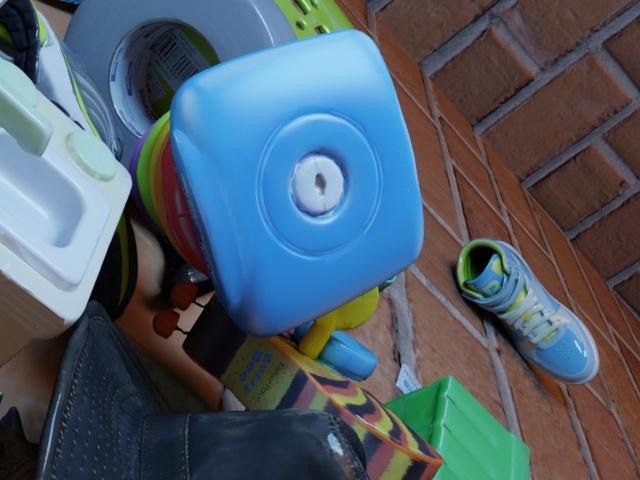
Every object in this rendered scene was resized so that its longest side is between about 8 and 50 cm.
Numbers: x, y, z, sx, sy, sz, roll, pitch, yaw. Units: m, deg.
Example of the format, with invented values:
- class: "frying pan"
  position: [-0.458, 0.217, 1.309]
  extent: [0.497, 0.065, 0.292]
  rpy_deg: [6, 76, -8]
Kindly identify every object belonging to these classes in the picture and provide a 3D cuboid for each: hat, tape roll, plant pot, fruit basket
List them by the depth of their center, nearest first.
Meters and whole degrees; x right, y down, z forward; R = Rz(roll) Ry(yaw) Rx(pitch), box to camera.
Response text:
- class: "hat"
  position: [-0.024, 0.175, 0.473]
  extent: [0.331, 0.134, 0.331]
  rpy_deg: [-17, 90, -89]
- class: "fruit basket"
  position: [0.131, 0.318, 0.781]
  extent: [0.353, 0.165, 0.327]
  rpy_deg: [65, 18, -12]
- class: "tape roll"
  position: [-0.128, -0.145, 0.830]
  extent: [0.219, 0.219, 0.072]
  rpy_deg: [53, 21, 1]
- class: "plant pot"
  position: [-0.110, -0.196, 0.968]
  extent: [0.228, 0.227, 0.207]
  rpy_deg: [52, 25, 3]

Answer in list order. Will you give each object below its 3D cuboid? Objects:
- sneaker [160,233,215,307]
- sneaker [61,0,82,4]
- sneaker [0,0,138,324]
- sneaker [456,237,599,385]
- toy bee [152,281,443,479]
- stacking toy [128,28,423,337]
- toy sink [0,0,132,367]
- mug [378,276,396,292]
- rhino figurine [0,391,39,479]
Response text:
- class: "sneaker"
  position: [-0.123, 0.006, 0.841]
  extent: [0.089, 0.051, 0.170]
  rpy_deg: [54, 15, 5]
- class: "sneaker"
  position: [-0.252, -0.305, 1.030]
  extent: [0.092, 0.087, 0.229]
  rpy_deg: [57, 17, 24]
- class: "sneaker"
  position: [-0.198, -0.065, 0.717]
  extent: [0.121, 0.111, 0.300]
  rpy_deg: [34, 30, -61]
- class: "sneaker"
  position: [0.350, 0.124, 1.584]
  extent: [0.319, 0.127, 0.208]
  rpy_deg: [51, 15, 25]
- class: "toy bee"
  position: [-0.049, 0.104, 0.692]
  extent: [0.162, 0.298, 0.195]
  rpy_deg: [28, 74, -33]
- class: "stacking toy"
  position: [-0.080, -0.051, 0.680]
  extent: [0.302, 0.166, 0.175]
  rpy_deg: [12, -58, 57]
- class: "toy sink"
  position: [-0.187, -0.010, 0.448]
  extent: [0.131, 0.234, 0.153]
  rpy_deg: [43, 21, -23]
- class: "mug"
  position: [0.003, 0.010, 1.038]
  extent: [0.157, 0.097, 0.129]
  rpy_deg: [58, 21, 17]
- class: "rhino figurine"
  position: [-0.147, 0.171, 0.416]
  extent: [0.073, 0.106, 0.243]
  rpy_deg: [35, 26, -41]
